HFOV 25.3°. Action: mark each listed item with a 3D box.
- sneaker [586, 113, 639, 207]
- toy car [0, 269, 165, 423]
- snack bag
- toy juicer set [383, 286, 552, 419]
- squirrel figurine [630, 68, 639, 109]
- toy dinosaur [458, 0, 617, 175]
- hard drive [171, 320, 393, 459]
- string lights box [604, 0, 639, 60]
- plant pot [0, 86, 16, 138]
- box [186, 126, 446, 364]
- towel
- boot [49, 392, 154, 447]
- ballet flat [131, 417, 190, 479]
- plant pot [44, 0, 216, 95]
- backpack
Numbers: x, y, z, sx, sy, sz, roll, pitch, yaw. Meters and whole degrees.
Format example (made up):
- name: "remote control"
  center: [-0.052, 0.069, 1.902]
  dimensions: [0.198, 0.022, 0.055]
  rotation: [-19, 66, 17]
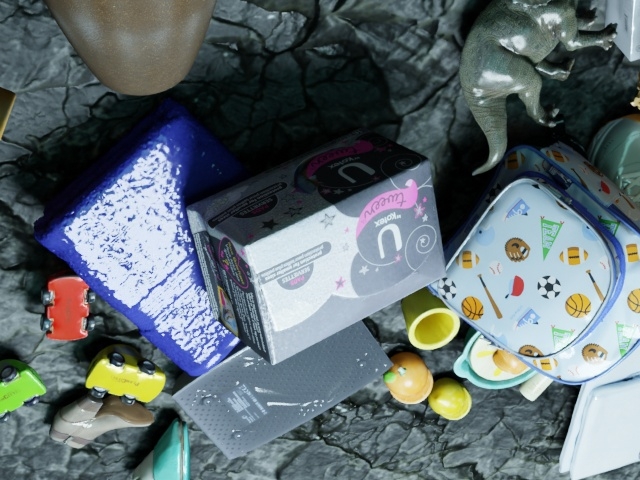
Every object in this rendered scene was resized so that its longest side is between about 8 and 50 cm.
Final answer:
- name: "sneaker"
  center: [0.387, -0.033, 1.799]
  dimensions: [0.099, 0.121, 0.262]
  rotation: [-6, 128, -16]
- name: "toy car"
  center: [-0.332, 0.147, 1.732]
  dimensions: [0.225, 0.053, 0.239]
  rotation: [-28, 130, 4]
- name: "snack bag"
  center: [0.514, 0.186, 2.047]
  dimensions: [0.323, 0.037, 0.342]
  rotation: [-10, 130, -21]
- name: "toy juicer set"
  center: [0.240, 0.172, 1.930]
  dimensions: [0.329, 0.089, 0.209]
  rotation: [5, 124, -23]
- name: "squirrel figurine"
  center: [0.546, -0.079, 1.578]
  dimensions: [0.397, 0.370, 0.281]
  rotation: [5, 144, -36]
- name: "toy dinosaur"
  center: [0.227, -0.224, 1.619]
  dimensions: [0.160, 0.121, 0.313]
  rotation: [22, 122, -18]
- name: "hard drive"
  center: [-0.051, 0.169, 1.847]
  dimensions: [0.255, 0.054, 0.172]
  rotation: [-31, 131, 6]
- name: "string lights box"
  center: [0.464, -0.306, 1.641]
  dimensions: [0.260, 0.076, 0.133]
  rotation: [-14, 130, -9]
- name: "plant pot"
  center: [-0.431, -0.087, 1.435]
  dimensions: [0.188, 0.205, 0.205]
  rotation: [21, 119, -14]
- name: "box"
  center: [0.000, 0.000, 1.615]
  dimensions: [0.247, 0.142, 0.163]
  rotation: [-26, 123, -24]
- name: "towel"
  center: [-0.162, -0.001, 1.665]
  dimensions: [0.228, 0.076, 0.308]
  rotation: [-43, 129, 1]
- name: "boot"
  center: [-0.285, 0.236, 1.832]
  dimensions: [0.118, 0.042, 0.087]
  rotation: [25, 121, -32]
- name: "ballet flat"
  center: [-0.209, 0.341, 1.914]
  dimensions: [0.087, 0.083, 0.247]
  rotation: [-3, 127, 1]
- name: "plant pot"
  center: [-0.183, -0.256, 1.387]
  dimensions: [0.215, 0.215, 0.230]
  rotation: [-13, 143, -10]
- name: "backpack"
  center: [0.286, 0.034, 1.710]
  dimensions: [0.263, 0.213, 0.276]
  rotation: [35, 115, 5]
